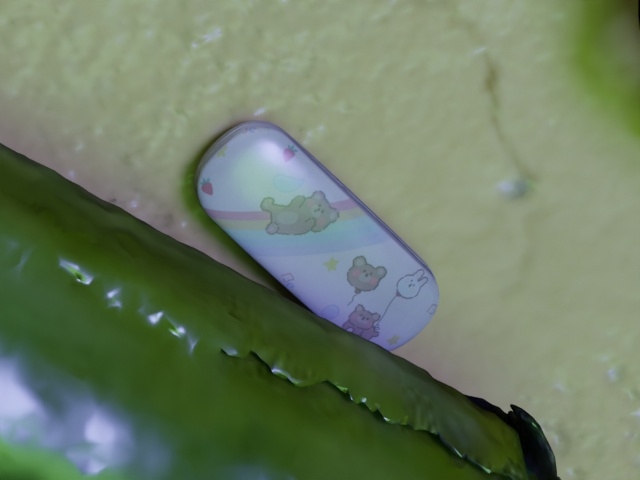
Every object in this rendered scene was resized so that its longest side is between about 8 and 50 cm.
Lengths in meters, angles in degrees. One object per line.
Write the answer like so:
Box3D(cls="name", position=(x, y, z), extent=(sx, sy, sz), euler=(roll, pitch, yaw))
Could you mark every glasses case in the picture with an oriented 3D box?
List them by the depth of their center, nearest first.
Box3D(cls="glasses case", position=(0.000, 0.000, 0.430), extent=(0.032, 0.021, 0.083), euler=(-43, 114, 6))

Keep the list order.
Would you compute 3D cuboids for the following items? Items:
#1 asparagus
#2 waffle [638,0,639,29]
Box3D(cls="asparagus", position=(-0.082, 0.038, 0.384), extent=(0.382, 0.108, 0.128), euler=(31, 124, -20))
Box3D(cls="waffle", position=(0.271, -0.067, 0.348), extent=(0.380, 0.095, 0.382), euler=(-23, 124, 31))
